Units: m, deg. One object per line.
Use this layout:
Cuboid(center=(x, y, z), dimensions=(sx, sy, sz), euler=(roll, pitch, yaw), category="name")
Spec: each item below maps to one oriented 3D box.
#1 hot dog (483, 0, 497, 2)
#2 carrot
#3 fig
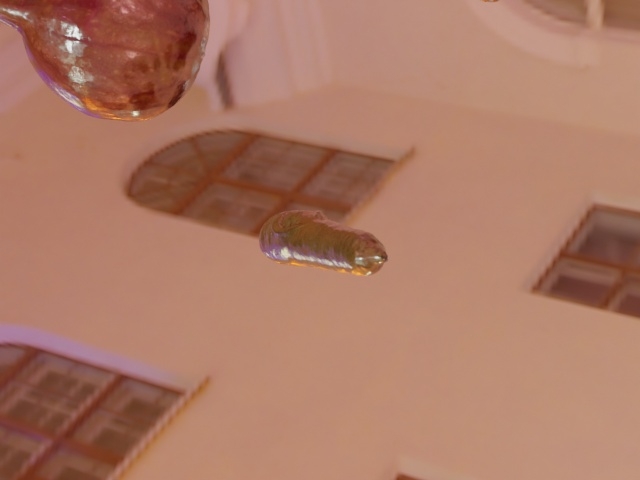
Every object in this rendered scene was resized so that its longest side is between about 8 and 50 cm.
Cuboid(center=(0.189, -0.317, 1.536), dimensions=(0.236, 0.092, 0.062), euler=(76, -179, -66), category="hot dog")
Cuboid(center=(0.000, 0.001, 1.625), dimensions=(0.070, 0.342, 0.070), euler=(-1, -87, -19), category="carrot")
Cuboid(center=(-0.206, -0.189, 1.295), dimensions=(0.207, 0.175, 0.175), euler=(9, -86, -29), category="fig")
